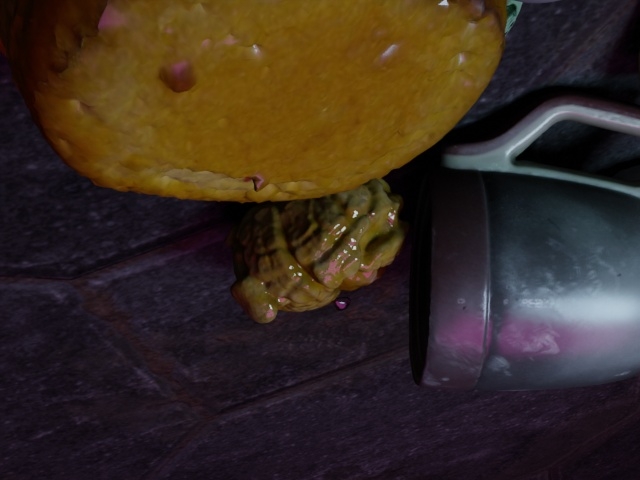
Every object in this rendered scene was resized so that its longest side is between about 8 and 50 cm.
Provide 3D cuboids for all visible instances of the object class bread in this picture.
[{"bbox_3d":[-0.050,-0.167,0.708,0.358,0.204,0.337,13,134,-40],"label":"bread"}]

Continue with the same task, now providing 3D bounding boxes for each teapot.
[{"bbox_3d":[0.257,0.003,1.114,0.312,0.315,0.233,2,-168,-2],"label":"teapot"}]

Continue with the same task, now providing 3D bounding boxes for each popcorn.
[{"bbox_3d":[-0.015,0.002,1.086,0.163,0.140,0.194,-7,160,-35],"label":"popcorn"}]

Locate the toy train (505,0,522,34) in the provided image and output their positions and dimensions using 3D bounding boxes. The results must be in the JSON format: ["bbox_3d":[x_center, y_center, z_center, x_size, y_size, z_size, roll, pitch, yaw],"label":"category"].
[{"bbox_3d":[0.127,-0.214,0.848,0.081,0.099,0.149,-37,163,-46],"label":"toy train"}]

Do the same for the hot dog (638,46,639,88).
[{"bbox_3d":[0.350,-0.214,0.976,0.084,0.073,0.242,-15,148,-14],"label":"hot dog"}]

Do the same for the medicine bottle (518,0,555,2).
[{"bbox_3d":[0.075,-0.230,0.547,0.215,0.135,0.135,31,127,-34],"label":"medicine bottle"}]

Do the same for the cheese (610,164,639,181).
[{"bbox_3d":[0.389,-0.002,1.281,0.198,0.154,0.189,-35,141,28],"label":"cheese"}]
